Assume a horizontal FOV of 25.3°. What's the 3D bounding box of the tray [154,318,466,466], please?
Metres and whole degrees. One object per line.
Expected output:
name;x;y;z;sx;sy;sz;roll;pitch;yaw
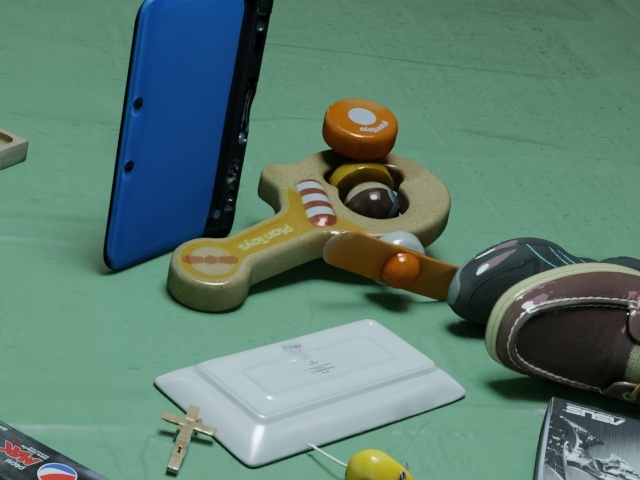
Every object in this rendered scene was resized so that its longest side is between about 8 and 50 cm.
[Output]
tray;-0.002;0.124;1.296;0.270;0.030;0.145;-11;33;-41

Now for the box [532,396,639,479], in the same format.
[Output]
box;0.290;0.226;1.189;0.231;0.056;0.183;16;25;7

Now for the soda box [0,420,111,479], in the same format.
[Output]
soda box;-0.218;0.182;1.036;0.169;0.060;0.053;23;26;24

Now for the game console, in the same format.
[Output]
game console;-0.162;-0.152;1.488;0.173;0.293;0.250;0;27;-26

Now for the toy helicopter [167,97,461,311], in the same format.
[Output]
toy helicopter;0.000;0.000;1.490;0.355;0.140;0.235;-25;52;-37

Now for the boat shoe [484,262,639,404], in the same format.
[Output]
boat shoe;0.329;0.105;1.377;0.342;0.123;0.123;9;15;-22

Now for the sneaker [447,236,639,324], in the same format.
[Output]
sneaker;0.261;0.062;1.468;0.267;0.101;0.106;2;29;-21

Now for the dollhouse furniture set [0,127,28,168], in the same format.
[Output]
dollhouse furniture set;-0.396;-0.141;1.554;0.144;0.123;0.151;23;27;22

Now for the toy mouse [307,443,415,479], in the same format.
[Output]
toy mouse;0.046;0.213;1.124;0.161;0.031;0.143;19;27;10

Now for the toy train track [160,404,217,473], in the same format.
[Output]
toy train track;-0.114;0.166;1.176;0.048;0.014;0.083;19;31;-2
